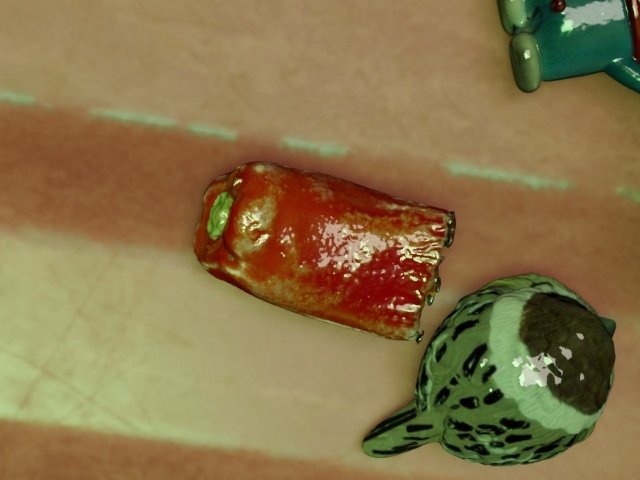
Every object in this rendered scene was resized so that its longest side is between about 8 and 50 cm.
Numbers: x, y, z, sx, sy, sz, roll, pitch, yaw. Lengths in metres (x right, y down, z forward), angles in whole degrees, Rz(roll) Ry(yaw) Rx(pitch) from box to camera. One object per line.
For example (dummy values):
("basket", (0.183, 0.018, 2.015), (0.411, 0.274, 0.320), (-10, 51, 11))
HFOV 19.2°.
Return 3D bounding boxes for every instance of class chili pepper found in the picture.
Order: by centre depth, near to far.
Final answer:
("chili pepper", (0.000, 0.000, 0.946), (0.123, 0.073, 0.070), (17, 42, -9))

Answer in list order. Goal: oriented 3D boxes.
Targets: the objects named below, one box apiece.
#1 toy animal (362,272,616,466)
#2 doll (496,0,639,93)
("toy animal", (0.086, 0.073, 0.940), (0.137, 0.098, 0.098), (-28, 91, -9))
("doll", (0.169, -0.122, 0.973), (0.152, 0.085, 0.114), (-14, 77, 1))
